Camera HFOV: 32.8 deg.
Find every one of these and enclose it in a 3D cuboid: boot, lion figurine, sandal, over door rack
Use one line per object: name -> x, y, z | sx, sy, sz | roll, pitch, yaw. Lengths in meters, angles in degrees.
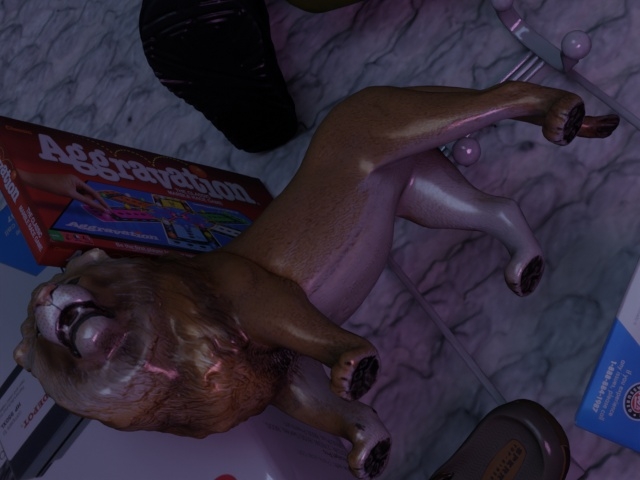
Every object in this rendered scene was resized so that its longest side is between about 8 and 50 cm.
boot -> -0.103, -0.216, 0.962 | 0.094, 0.246, 0.207 | -22, 62, 9
lion figurine -> 0.000, 0.000, 0.731 | 0.240, 0.142, 0.392 | 27, 57, 38
sandal -> 0.093, 0.204, 0.737 | 0.090, 0.060, 0.219 | 42, 118, 27
over door rack -> 0.151, -0.023, 0.808 | 0.239, 0.108, 0.324 | -45, 54, 8

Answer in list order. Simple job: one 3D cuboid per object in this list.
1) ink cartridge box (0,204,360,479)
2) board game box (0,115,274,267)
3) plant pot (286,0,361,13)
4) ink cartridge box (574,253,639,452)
ink cartridge box -> -0.173, 0.157, 0.889 | 0.285, 0.166, 0.395 | -43, 55, 9
board game box -> -0.123, -0.021, 0.867 | 0.027, 0.281, 0.145 | -54, 51, 22
plant pot -> 0.066, -0.330, 0.919 | 0.293, 0.275, 0.274 | -34, 55, 32
ink cartridge box -> 0.287, 0.093, 0.658 | 0.231, 0.078, 0.134 | 22, 92, 16
